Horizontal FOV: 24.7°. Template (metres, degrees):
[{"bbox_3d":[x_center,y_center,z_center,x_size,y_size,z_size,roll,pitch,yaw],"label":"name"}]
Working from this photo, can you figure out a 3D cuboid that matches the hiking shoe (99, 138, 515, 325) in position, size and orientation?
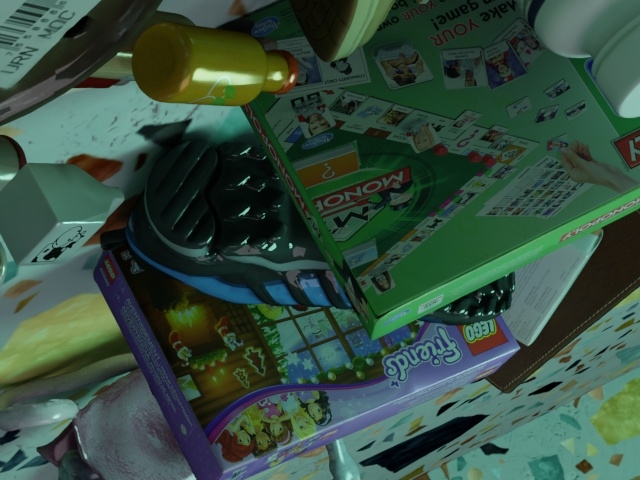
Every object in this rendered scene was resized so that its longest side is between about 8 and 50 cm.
[{"bbox_3d":[0.000,0.000,1.096,0.304,0.113,0.132,16,158,-21],"label":"hiking shoe"}]

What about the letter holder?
[{"bbox_3d":[0.195,-0.029,1.388,0.302,0.214,0.152,-50,-175,49],"label":"letter holder"}]

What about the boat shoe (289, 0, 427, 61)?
[{"bbox_3d":[0.038,-0.189,0.720,0.089,0.104,0.285,-20,160,-19],"label":"boat shoe"}]

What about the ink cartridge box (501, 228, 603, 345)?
[{"bbox_3d":[0.144,-0.001,1.310,0.045,0.179,0.145,-48,168,-39],"label":"ink cartridge box"}]

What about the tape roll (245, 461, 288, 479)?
[{"bbox_3d":[-0.098,0.215,1.696,0.392,0.072,0.392,-26,163,-9],"label":"tape roll"}]

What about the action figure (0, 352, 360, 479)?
[{"bbox_3d":[-0.093,0.122,1.361,0.370,0.275,0.248,-43,-161,-12],"label":"action figure"}]

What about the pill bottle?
[{"bbox_3d":[0.155,-0.168,0.822,0.112,0.186,0.112,-27,162,-9],"label":"pill bottle"}]

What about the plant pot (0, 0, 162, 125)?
[{"bbox_3d":[-0.130,-0.145,0.367,0.215,0.230,0.215,-27,163,-9],"label":"plant pot"}]

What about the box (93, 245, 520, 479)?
[{"bbox_3d":[-0.007,0.058,1.180,0.293,0.201,0.057,-19,160,-31],"label":"box"}]

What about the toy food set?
[{"bbox_3d":[-0.129,-0.058,0.810,0.232,0.111,0.104,-42,158,29],"label":"toy food set"}]

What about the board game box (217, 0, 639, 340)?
[{"bbox_3d":[0.121,-0.101,0.915,0.317,0.213,0.046,-25,162,-11],"label":"board game box"}]
